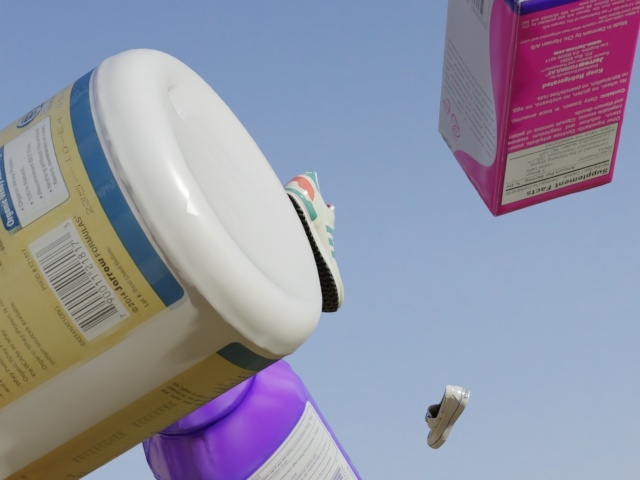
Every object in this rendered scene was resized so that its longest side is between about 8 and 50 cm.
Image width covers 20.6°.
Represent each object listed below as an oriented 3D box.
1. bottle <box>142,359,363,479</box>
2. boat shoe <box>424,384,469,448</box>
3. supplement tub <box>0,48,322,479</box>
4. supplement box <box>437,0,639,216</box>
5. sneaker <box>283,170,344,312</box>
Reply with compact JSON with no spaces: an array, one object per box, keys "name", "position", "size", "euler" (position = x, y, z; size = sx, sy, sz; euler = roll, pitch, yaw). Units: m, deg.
[{"name":"bottle","position":[-0.059,0.132,1.188],"size":[0.118,0.092,0.283],"euler":[-46,-46,-17]},{"name":"boat shoe","position":[0.137,0.200,2.007],"size":[0.035,0.035,0.100],"euler":[20,-45,-7]},{"name":"supplement tub","position":[-0.115,0.026,0.745],"size":[0.199,0.144,0.144],"euler":[-31,-23,13]},{"name":"supplement box","position":[0.165,-0.141,1.346],"size":[0.114,0.111,0.220],"euler":[-15,-40,-16]},{"name":"sneaker","position":[0.000,0.000,1.890],"size":[0.057,0.161,0.075],"euler":[0,34,36]}]
